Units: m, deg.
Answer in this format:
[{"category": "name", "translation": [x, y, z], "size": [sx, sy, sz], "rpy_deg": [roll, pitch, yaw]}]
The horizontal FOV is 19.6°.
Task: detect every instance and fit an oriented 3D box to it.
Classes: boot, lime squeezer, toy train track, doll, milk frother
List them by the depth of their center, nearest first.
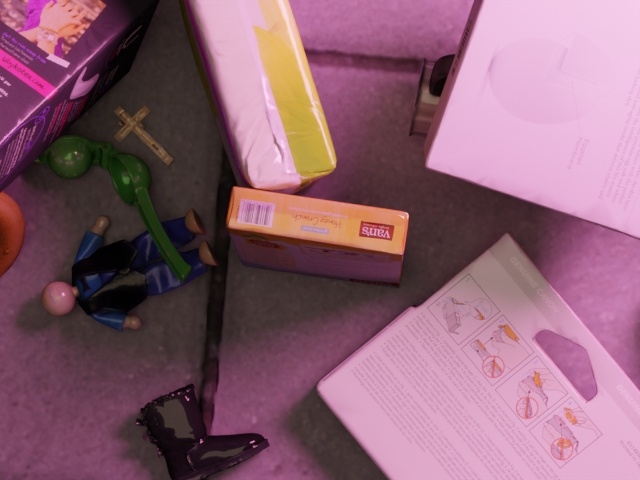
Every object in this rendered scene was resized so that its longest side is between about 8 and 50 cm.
[{"category": "milk frother", "translation": [0.172, -0.173, 1.934], "size": [0.135, 0.129, 0.143], "rpy_deg": [11, 48, 2]}, {"category": "lime squeezer", "translation": [-0.251, -0.059, 1.953], "size": [0.310, 0.059, 0.110], "rpy_deg": [26, 67, 10]}, {"category": "boot", "translation": [-0.127, 0.200, 1.967], "size": [0.121, 0.045, 0.099], "rpy_deg": [-24, 86, 3]}, {"category": "doll", "translation": [-0.209, 0.030, 1.968], "size": [0.189, 0.046, 0.129], "rpy_deg": [-24, 79, 3]}, {"category": "toy train track", "translation": [-0.189, -0.112, 1.982], "size": [0.083, 0.014, 0.048], "rpy_deg": [45, 92, 1]}]

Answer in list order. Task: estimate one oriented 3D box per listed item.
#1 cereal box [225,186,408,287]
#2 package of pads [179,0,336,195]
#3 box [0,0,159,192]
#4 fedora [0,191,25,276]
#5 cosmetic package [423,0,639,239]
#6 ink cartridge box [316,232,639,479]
[{"category": "cereal box", "translation": [0.000, 0.000, 1.860], "size": [0.173, 0.240, 0.047], "rpy_deg": [8, 82, 2]}, {"category": "package of pads", "translation": [-0.074, -0.189, 1.870], "size": [0.101, 0.229, 0.296], "rpy_deg": [-16, 89, -4]}, {"category": "box", "translation": [-0.307, -0.175, 1.856], "size": [0.143, 0.165, 0.270], "rpy_deg": [40, 58, 2]}, {"category": "fedora", "translation": [-0.410, -0.007, 1.944], "size": [0.194, 0.194, 0.079], "rpy_deg": [-32, 52, 3]}, {"category": "cosmetic package", "translation": [0.239, -0.147, 1.782], "size": [0.225, 0.138, 0.224], "rpy_deg": [19, 101, -1]}, {"category": "ink cartridge box", "translation": [0.186, 0.184, 1.938], "size": [0.261, 0.066, 0.296], "rpy_deg": [-39, 89, 3]}]
